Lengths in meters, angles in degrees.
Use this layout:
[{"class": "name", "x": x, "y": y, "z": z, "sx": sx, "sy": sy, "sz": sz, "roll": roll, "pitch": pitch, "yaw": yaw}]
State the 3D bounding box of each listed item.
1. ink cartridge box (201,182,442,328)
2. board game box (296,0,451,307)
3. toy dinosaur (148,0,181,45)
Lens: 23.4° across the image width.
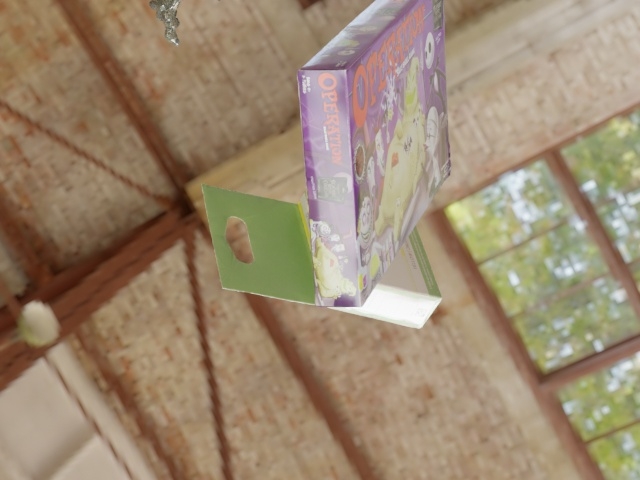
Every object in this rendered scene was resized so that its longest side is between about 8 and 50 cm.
[{"class": "ink cartridge box", "x": 0.000, "y": 0.000, "z": 1.650, "sx": 0.235, "sy": 0.056, "sz": 0.171, "roll": 14, "pitch": -143, "yaw": -26}, {"class": "board game box", "x": 0.057, "y": -0.101, "z": 1.388, "sx": 0.347, "sy": 0.056, "sz": 0.208, "roll": -52, "pitch": -43, "yaw": -62}, {"class": "toy dinosaur", "x": -0.063, "y": -0.198, "z": 1.053, "sx": 0.064, "sy": 0.118, "sz": 0.268, "roll": 53, "pitch": -147, "yaw": 7}]
